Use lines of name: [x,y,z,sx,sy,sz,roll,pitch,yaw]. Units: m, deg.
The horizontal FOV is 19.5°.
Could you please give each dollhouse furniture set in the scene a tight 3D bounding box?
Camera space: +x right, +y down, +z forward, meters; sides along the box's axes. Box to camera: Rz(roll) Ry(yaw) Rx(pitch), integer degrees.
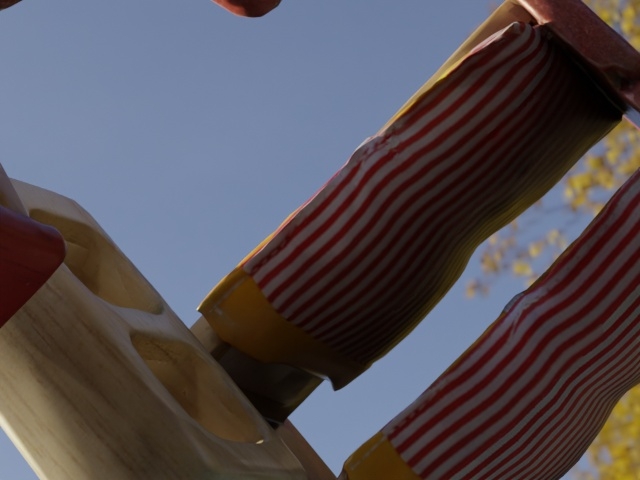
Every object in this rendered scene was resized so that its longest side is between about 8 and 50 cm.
dollhouse furniture set: [0.000,0.000,0.514,0.201,0.152,0.374,-46,-25,8]
